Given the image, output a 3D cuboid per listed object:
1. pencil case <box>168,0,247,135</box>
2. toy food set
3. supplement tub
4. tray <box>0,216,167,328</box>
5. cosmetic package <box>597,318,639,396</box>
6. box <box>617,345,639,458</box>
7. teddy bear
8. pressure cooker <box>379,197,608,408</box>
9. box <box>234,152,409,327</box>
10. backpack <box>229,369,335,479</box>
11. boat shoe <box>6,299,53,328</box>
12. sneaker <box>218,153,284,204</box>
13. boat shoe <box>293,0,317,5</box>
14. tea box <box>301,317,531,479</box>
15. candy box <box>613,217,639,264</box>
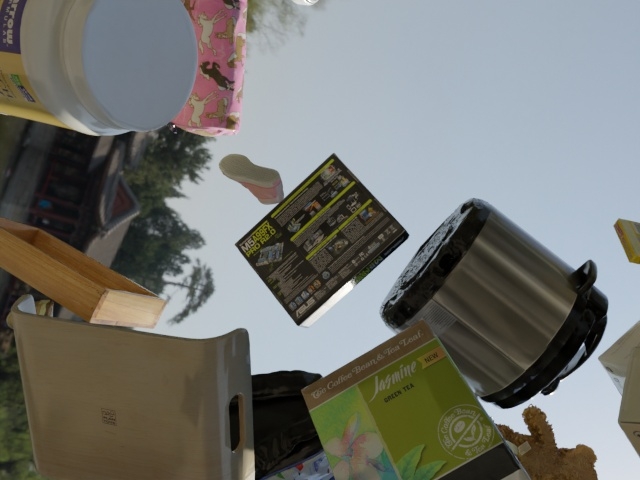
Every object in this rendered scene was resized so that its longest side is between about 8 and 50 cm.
[{"bbox_3d":[-0.241,-0.419,1.211,0.160,0.167,0.386,-115,-150,-77],"label":"pencil case"},{"bbox_3d":[-0.227,0.187,0.686,0.092,0.306,0.220,-42,134,-68],"label":"toy food set"},{"bbox_3d":[-0.374,-0.288,0.845,0.331,0.241,0.241,16,-93,29],"label":"supplement tub"},{"bbox_3d":[-0.541,0.061,1.179,0.410,0.203,0.076,25,-93,22],"label":"tray"},{"bbox_3d":[0.715,0.229,0.984,0.217,0.156,0.385,-37,-172,-9],"label":"cosmetic package"},{"bbox_3d":[0.539,0.298,0.776,0.121,0.311,0.148,-18,-156,46],"label":"box"},{"bbox_3d":[0.452,0.501,1.289,0.113,0.337,0.245,120,-32,-60],"label":"teddy bear"},{"bbox_3d":[0.387,0.163,1.269,0.375,0.420,0.370,-52,177,-13],"label":"pressure cooker"},{"bbox_3d":[0.000,0.000,1.093,0.270,0.060,0.216,-43,-112,4],"label":"box"},{"bbox_3d":[-0.073,0.391,1.106,0.263,0.213,0.276,-23,-142,-3],"label":"backpack"},{"bbox_3d":[-0.503,0.140,0.984,0.190,0.072,0.068,176,-84,-64],"label":"boat shoe"},{"bbox_3d":[-0.118,-0.101,0.989,0.134,0.070,0.051,24,-118,30],"label":"sneaker"},{"bbox_3d":[-0.007,-0.475,0.837,0.301,0.102,0.108,82,28,-58],"label":"boat shoe"},{"bbox_3d":[0.172,0.353,0.819,0.220,0.329,0.324,-31,-134,1],"label":"tea box"},{"bbox_3d":[0.666,0.020,1.071,0.105,0.205,0.027,-83,-173,-45],"label":"candy box"}]
